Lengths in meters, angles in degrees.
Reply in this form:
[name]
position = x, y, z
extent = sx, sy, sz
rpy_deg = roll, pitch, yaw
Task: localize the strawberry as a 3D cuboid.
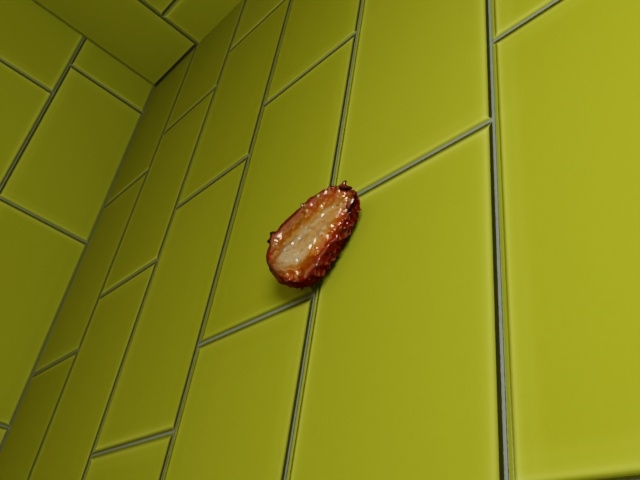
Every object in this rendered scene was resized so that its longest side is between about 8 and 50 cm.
[strawberry]
position = 0.000, 0.000, 0.995
extent = 0.188, 0.082, 0.121
rpy_deg = -45, 51, 2
